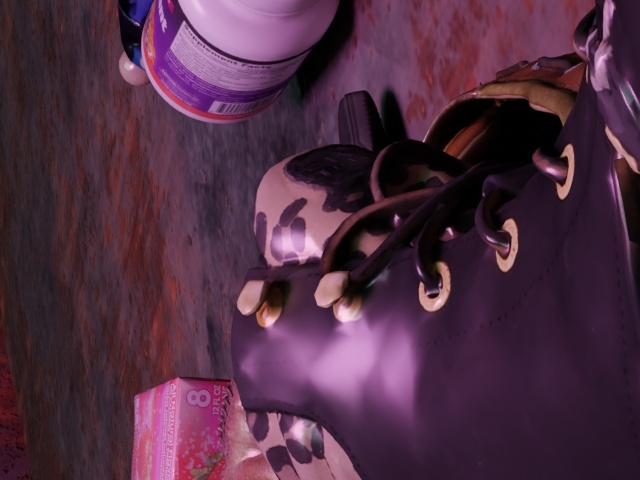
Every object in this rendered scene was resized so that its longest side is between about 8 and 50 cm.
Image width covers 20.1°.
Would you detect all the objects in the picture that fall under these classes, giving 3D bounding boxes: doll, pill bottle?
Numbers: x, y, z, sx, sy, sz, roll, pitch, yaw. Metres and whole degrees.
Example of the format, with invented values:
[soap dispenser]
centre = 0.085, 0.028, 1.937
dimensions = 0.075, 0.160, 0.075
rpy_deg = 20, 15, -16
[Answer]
[doll]
centre = -0.155, -0.203, 1.584
dimensions = 0.189, 0.046, 0.129
rpy_deg = 107, 151, -53
[pill bottle]
centre = -0.048, -0.154, 1.157
dimensions = 0.193, 0.108, 0.108
rpy_deg = 135, 126, -68

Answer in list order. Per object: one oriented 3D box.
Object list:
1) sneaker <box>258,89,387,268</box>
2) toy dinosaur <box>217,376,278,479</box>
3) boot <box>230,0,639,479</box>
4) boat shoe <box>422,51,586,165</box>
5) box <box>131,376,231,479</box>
[sneaker]
centre = 0.001, 0.000, 1.079
dimensions = 0.051, 0.089, 0.170
rpy_deg = 0, -98, -77
[toy dinosaur]
centre = 0.018, 0.140, 0.899
dimensions = 0.200, 0.127, 0.296
rpy_deg = -25, 103, 45
[boot]
centre = 0.078, -0.015, 0.541
dimensions = 0.284, 0.138, 0.377
rpy_deg = -2, 118, 53
[boat shoe]
centre = 0.088, -0.030, 0.779
dimensions = 0.307, 0.104, 0.111
rpy_deg = 142, 119, -70
[box]
centre = -0.044, 0.243, 1.134
dimensions = 0.142, 0.154, 0.300
rpy_deg = 148, 127, -72
